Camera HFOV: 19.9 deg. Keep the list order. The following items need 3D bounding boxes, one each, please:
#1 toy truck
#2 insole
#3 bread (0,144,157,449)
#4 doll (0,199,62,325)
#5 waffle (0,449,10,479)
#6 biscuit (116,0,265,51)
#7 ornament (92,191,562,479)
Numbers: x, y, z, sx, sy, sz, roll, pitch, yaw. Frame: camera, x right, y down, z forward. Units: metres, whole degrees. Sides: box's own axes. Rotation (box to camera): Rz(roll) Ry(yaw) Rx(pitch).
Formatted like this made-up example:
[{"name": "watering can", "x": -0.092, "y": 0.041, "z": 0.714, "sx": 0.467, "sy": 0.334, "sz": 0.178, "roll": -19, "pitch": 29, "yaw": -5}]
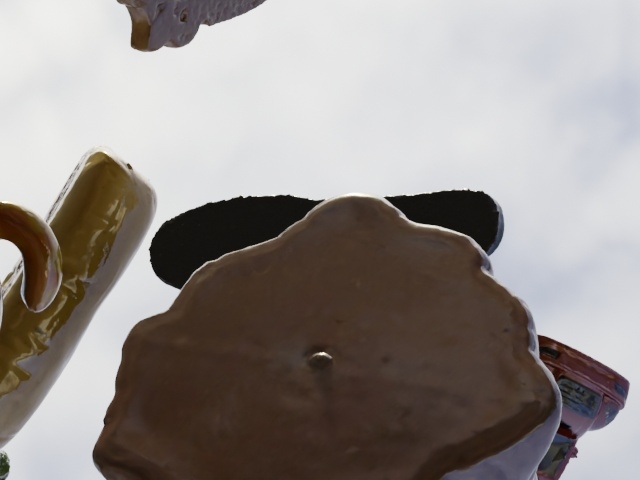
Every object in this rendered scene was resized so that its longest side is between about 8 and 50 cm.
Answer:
[{"name": "toy truck", "x": 0.123, "y": 0.141, "z": 1.440, "sx": 0.253, "sy": 0.107, "sz": 0.114, "roll": -16, "pitch": -130, "yaw": 56}, {"name": "insole", "x": 0.000, "y": 0.000, "z": 1.505, "sx": 0.309, "sy": 0.012, "sz": 0.110, "roll": -7, "pitch": -127, "yaw": 17}, {"name": "bread", "x": -0.248, "y": 0.056, "z": 1.658, "sx": 0.305, "sy": 0.091, "sz": 0.142, "roll": -59, "pitch": -162, "yaw": -9}, {"name": "doll", "x": -0.302, "y": 0.066, "z": 1.173, "sx": 0.162, "sy": 0.167, "sz": 0.269, "roll": -42, "pitch": -169, "yaw": 32}, {"name": "waffle", "x": -0.190, "y": 0.097, "z": 0.727, "sx": 0.036, "sy": 0.183, "sz": 0.169, "roll": -20, "pitch": -125, "yaw": 26}, {"name": "biscuit", "x": -0.096, "y": -0.211, "z": 1.319, "sx": 0.035, "sy": 0.250, "sz": 0.162, "roll": 25, "pitch": -84, "yaw": 27}, {"name": "ornament", "x": 0.027, "y": 0.129, "z": 0.923, "sx": 0.221, "sy": 0.217, "sz": 0.235, "roll": 3, "pitch": -133, "yaw": 20}]
